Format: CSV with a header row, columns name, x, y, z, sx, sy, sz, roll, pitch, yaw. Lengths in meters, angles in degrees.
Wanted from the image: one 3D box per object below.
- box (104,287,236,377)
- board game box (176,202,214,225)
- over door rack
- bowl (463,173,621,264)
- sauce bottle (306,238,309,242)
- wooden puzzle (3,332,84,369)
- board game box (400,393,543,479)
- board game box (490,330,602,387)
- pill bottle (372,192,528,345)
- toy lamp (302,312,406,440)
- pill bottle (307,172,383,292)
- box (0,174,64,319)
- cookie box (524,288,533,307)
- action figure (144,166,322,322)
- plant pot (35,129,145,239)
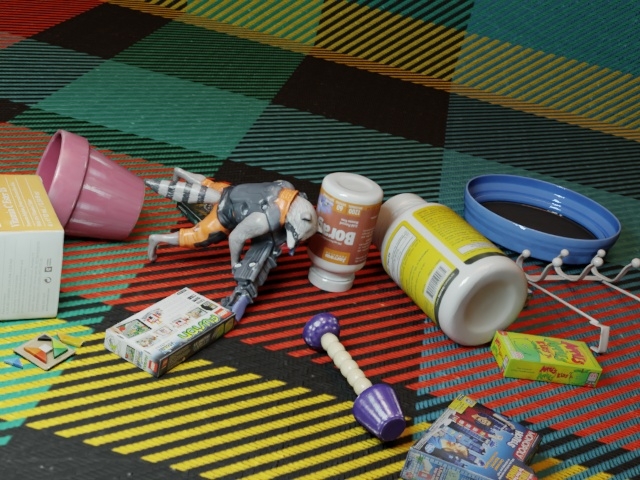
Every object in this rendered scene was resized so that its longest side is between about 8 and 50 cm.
name,x,y,z,sx,sy,sz,roll,pitch,yaw
box,-0.246,0.148,1.496,0.114,0.036,0.207,25,28,22
board game box,-0.200,-0.060,1.951,0.186,0.026,0.126,-8,33,-38
over door rack,0.604,0.106,1.925,0.239,0.108,0.324,1,29,-24
bowl,0.542,-0.056,2.242,0.391,0.077,0.391,10,24,-5
sauce bottle,0.000,0.000,1.911,0.128,0.042,0.042,31,31,29
wooden puzzle,-0.425,0.168,1.392,0.078,0.014,0.116,20,27,13
board game box,0.250,0.333,1.343,0.194,0.060,0.194,27,28,23
board game box,0.417,0.220,1.673,0.181,0.043,0.092,8,26,-11
pill bottle,0.238,0.043,1.775,0.188,0.188,0.334,-2,30,-29
toy lamp,0.053,0.220,1.458,0.080,0.080,0.274,0,26,-27
pill bottle,0.042,-0.013,1.757,0.121,0.216,0.121,11,25,-5
box,-0.610,0.010,1.442,0.345,0.168,0.215,-2,30,-29
cookie box,0.373,0.106,1.884,0.107,0.040,0.092,-5,32,-32
action figure,-0.163,-0.024,1.668,0.330,0.178,0.341,1,42,16
plant pot,-0.442,-0.086,1.717,0.180,0.201,0.201,19,21,-27
